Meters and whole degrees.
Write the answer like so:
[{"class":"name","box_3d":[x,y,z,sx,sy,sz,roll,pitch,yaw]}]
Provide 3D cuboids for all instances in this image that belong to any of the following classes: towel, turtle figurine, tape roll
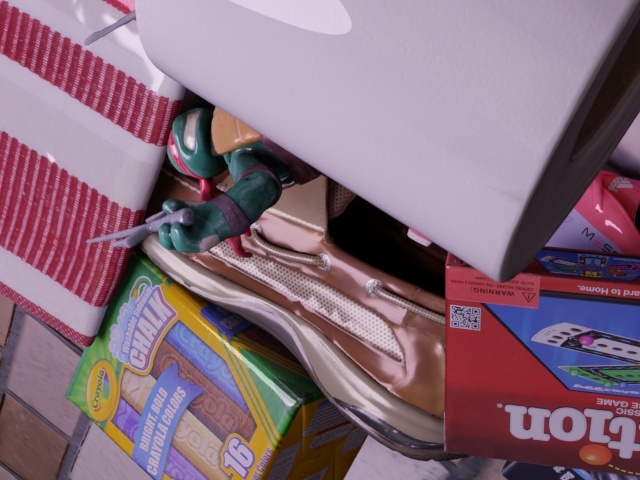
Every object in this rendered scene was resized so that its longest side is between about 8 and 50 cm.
[{"class":"towel","box_3d":[-0.188,-0.118,0.946,0.237,0.037,0.329,32,123,14]},{"class":"turtle figurine","box_3d":[-0.029,-0.079,0.816,0.234,0.175,0.118,-22,158,33]},{"class":"tape roll","box_3d":[0.065,-0.129,0.593,0.169,0.246,0.246,33,147,13]}]

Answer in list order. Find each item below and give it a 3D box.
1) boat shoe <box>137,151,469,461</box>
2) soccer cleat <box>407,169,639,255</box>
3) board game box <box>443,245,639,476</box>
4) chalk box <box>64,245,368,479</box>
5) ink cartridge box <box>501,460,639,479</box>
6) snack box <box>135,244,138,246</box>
[{"class":"boat shoe","box_3d":[0.000,0.000,0.962,0.324,0.122,0.120,37,117,20]},{"class":"soccer cleat","box_3d":[0.128,-0.018,0.835,0.248,0.083,0.095,35,127,11]},{"class":"board game box","box_3d":[0.205,0.073,0.788,0.281,0.027,0.145,5,133,10]},{"class":"chalk box","box_3d":[-0.073,0.079,1.035,0.213,0.132,0.132,40,119,23]},{"class":"ink cartridge box","box_3d":[0.241,0.166,0.964,0.208,0.045,0.206,36,148,4]},{"class":"snack box","box_3d":[-0.220,-0.068,1.136,0.187,0.060,0.322,6,135,40]}]
